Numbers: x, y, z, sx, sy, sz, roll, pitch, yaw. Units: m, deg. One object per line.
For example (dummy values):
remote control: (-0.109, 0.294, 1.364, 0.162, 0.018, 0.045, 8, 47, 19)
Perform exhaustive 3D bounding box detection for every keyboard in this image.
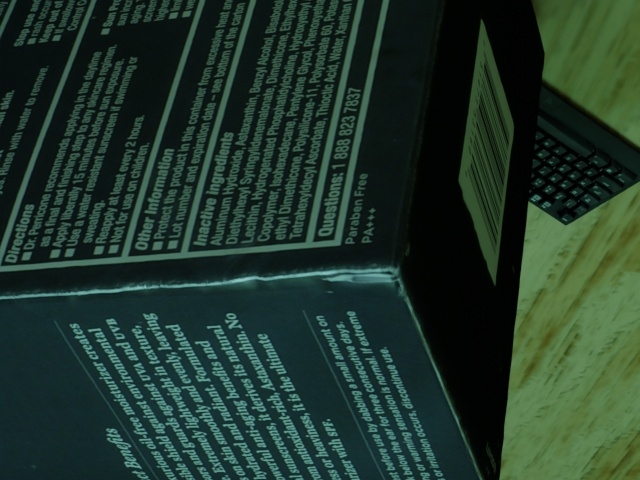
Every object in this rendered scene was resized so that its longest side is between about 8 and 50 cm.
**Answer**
keyboard: (0.100, -0.061, 0.920, 0.180, 0.023, 0.108, 31, 141, -28)

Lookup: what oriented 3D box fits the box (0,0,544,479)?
box: (-0.059, -0.036, 0.737, 0.294, 0.296, 0.183, -3, 139, 19)
